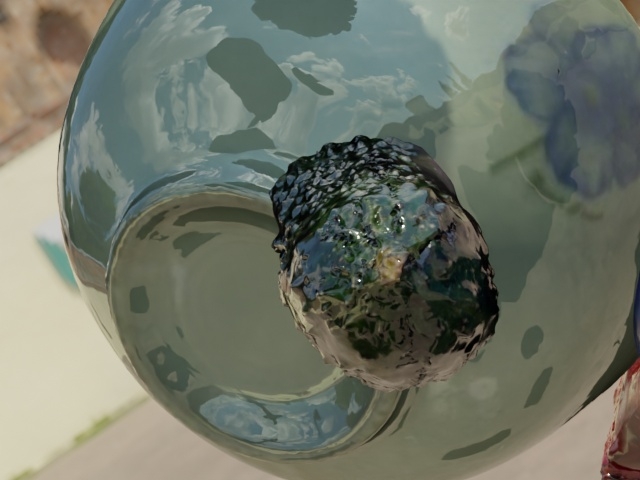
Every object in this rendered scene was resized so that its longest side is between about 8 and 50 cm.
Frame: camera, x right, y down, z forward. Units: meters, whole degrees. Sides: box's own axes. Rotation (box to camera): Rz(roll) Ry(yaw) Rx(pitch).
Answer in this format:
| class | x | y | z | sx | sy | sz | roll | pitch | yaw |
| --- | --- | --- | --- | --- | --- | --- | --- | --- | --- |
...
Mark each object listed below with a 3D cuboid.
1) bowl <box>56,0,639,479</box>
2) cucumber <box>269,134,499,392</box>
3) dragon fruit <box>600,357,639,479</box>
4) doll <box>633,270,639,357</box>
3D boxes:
| class | x | y | z | sx | sy | sz | roll | pitch | yaw |
| --- | --- | --- | --- | --- | --- | --- | --- | --- | --- |
| bowl | 0.000 | 0.000 | 0.805 | 0.289 | 0.289 | 0.146 | -31 | 11 | 35 |
| cucumber | 0.018 | 0.008 | 0.562 | 0.067 | 0.067 | 0.245 | -33 | 8 | 3 |
| dragon fruit | 0.245 | 0.001 | 0.958 | 0.262 | 0.134 | 0.211 | 108 | 172 | -61 |
| doll | 0.221 | 0.098 | 0.540 | 0.376 | 0.366 | 0.187 | -26 | -31 | 28 |
